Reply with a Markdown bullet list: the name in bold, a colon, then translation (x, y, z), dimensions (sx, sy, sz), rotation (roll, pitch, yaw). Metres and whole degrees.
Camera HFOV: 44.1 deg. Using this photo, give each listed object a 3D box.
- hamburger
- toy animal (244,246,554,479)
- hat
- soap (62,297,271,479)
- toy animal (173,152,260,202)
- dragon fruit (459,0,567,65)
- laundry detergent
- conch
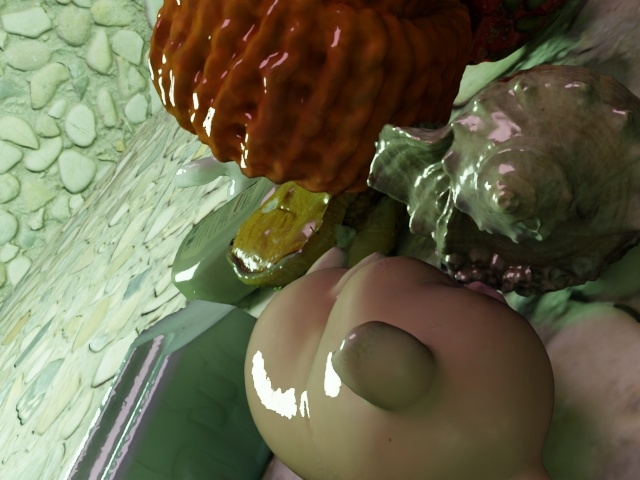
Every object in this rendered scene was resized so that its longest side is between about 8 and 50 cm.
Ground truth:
- **hamburger**: translation (0.000, 0.000, 0.773), dimensions (0.177, 0.113, 0.185), rotation (-24, 41, 37)
- **toy animal**: translation (0.038, 0.085, 0.488), dimensions (0.154, 0.166, 0.250), rotation (-64, 18, -9)
- **hat**: translation (0.006, -0.255, 0.622), dimensions (0.285, 0.285, 0.400), rotation (-95, 12, -60)
- **soap**: translation (-0.108, 0.156, 0.684), dimensions (0.091, 0.145, 0.230), rotation (-7, 51, 47)
- **toy animal**: translation (-0.117, -0.140, 1.173), dimensions (0.178, 0.127, 0.193), rotation (-42, 25, 24)
- **dragon fruit**: translation (0.176, -0.266, 0.783), dimensions (0.160, 0.166, 0.172), rotation (26, 50, 29)
- **laundry detergent**: translation (-0.063, -0.025, 0.940), dimensions (0.253, 0.091, 0.181), rotation (-35, 21, 34)
- **conch**: translation (0.133, -0.051, 0.527), dimensions (0.245, 0.178, 0.163), rotation (-36, -33, -57)
